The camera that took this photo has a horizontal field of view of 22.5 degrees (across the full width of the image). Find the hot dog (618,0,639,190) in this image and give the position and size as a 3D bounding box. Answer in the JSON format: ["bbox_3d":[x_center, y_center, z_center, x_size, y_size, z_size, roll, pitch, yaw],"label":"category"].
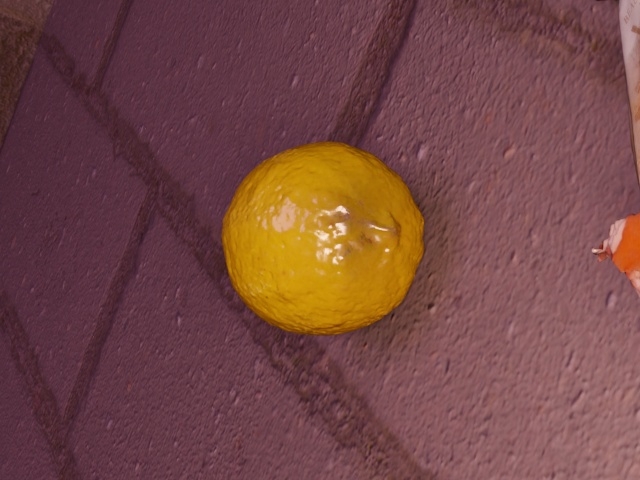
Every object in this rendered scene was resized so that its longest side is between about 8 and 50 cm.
[{"bbox_3d":[0.228,-0.088,0.900,0.163,0.081,0.270,121,154,-50],"label":"hot dog"}]

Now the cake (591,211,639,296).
[{"bbox_3d":[0.249,0.050,0.943,0.287,0.098,0.135,21,92,66],"label":"cake"}]

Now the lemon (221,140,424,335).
[{"bbox_3d":[0.002,0.001,1.430,0.193,0.180,0.181,29,101,46],"label":"lemon"}]
